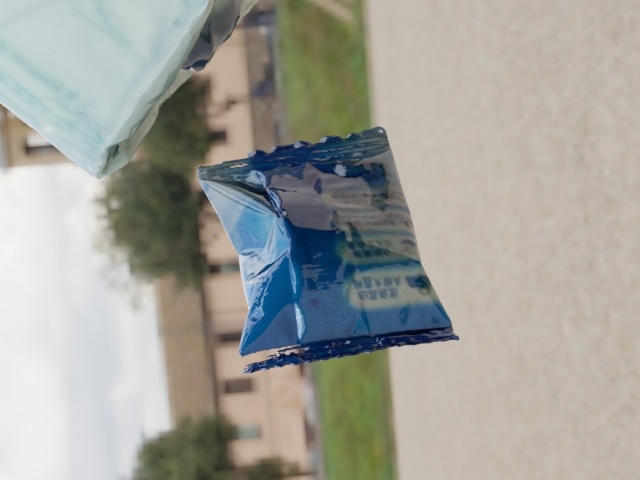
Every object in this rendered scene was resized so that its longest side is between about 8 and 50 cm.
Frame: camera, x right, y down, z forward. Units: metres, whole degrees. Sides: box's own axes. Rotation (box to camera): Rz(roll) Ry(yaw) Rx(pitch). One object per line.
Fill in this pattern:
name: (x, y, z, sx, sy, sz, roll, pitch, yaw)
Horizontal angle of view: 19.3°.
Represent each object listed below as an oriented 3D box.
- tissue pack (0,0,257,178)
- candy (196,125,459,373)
tissue pack: (-0.138, -0.240, 0.651, 0.162, 0.388, 0.287, -50, 2, 40)
candy: (-0.001, 0.000, 0.783, 0.136, 0.088, 0.038, -107, 8, -45)
